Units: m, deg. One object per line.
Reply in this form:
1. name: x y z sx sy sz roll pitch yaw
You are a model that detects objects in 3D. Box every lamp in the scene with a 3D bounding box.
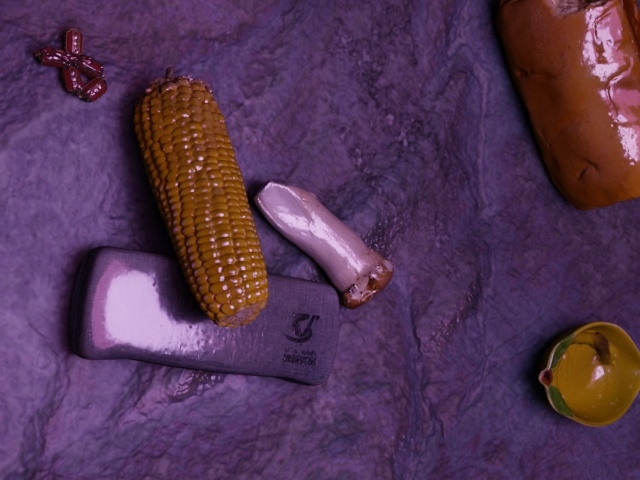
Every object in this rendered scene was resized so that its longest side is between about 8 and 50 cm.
1. lamp: -0.280 -0.196 1.217 0.063 0.031 0.083 -41 110 -24

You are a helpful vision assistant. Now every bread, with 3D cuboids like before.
1. bread: 0.370 -0.219 1.484 0.149 0.195 0.344 -32 102 -47

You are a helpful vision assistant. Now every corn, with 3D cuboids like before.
1. corn: -0.134 -0.047 1.203 0.106 0.106 0.305 -8 68 -29

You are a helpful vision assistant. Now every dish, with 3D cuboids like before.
1. dish: 0.368 0.187 1.516 0.208 0.080 0.148 4 88 -30

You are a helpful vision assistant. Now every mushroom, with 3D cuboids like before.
1. mushroom: 0.000 0.000 1.337 0.209 0.071 0.084 43 93 -16

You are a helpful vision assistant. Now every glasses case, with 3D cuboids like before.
1. glasses case: -0.129 0.091 1.253 0.323 0.074 0.131 11 82 -28
